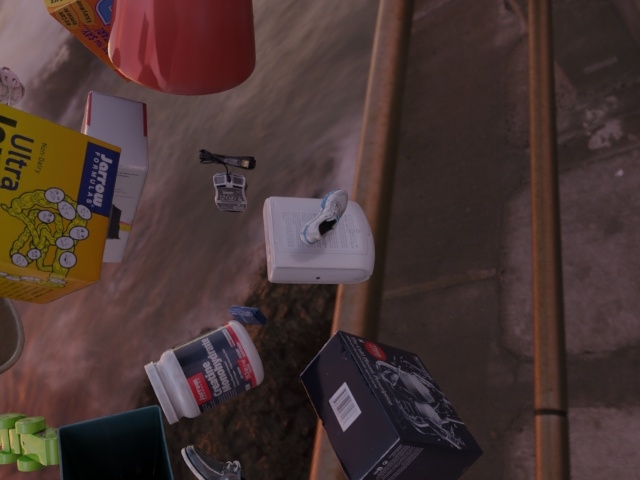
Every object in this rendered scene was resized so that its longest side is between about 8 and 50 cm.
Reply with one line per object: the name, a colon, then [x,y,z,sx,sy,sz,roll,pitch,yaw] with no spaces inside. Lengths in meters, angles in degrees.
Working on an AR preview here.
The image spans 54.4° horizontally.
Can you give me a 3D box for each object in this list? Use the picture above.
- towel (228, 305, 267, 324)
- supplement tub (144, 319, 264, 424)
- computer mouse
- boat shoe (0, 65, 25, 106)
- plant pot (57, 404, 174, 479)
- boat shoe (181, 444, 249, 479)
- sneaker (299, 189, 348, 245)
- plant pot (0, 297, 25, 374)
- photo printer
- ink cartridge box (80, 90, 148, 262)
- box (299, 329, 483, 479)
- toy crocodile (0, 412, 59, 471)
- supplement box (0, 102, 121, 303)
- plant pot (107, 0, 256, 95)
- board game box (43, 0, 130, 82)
towel: [-0.214,0.222,1.826,0.119,0.067,0.029,0,48,40]
supplement tub: [-0.304,0.347,1.648,0.272,0.191,0.191,-24,33,-18]
computer mouse: [-0.179,-0.117,1.227,0.193,0.106,0.042,101,170,-62]
boat shoe: [-0.676,-0.326,1.309,0.098,0.096,0.277,-65,19,9]
plant pot: [-0.343,0.434,1.073,0.234,0.165,0.165,101,153,-42]
boat shoe: [-0.254,0.669,1.770,0.099,0.319,0.116,-47,11,-3]
sneaker: [0.029,-0.061,1.622,0.083,0.071,0.191,-6,42,52]
plant pot: [-0.744,0.188,1.042,0.305,0.334,0.334,-40,39,7]
photo printer: [0.000,0.000,1.750,0.107,0.307,0.256,113,153,-54]
ink cartridge box: [-0.472,-0.132,1.367,0.306,0.131,0.226,120,146,-42]
box: [0.167,0.425,1.533,0.179,0.312,0.343,-52,40,18]
toy crocodile: [-0.714,0.484,1.524,0.340,0.105,0.115,-8,88,42]
supplement box: [-0.462,-0.060,0.761,0.195,0.356,0.194,-18,62,45]
plant pot: [-0.238,-0.434,1.102,0.243,0.275,0.275,106,161,-45]
board game box: [-0.410,-0.639,1.370,0.356,0.356,0.356,-26,81,3]
